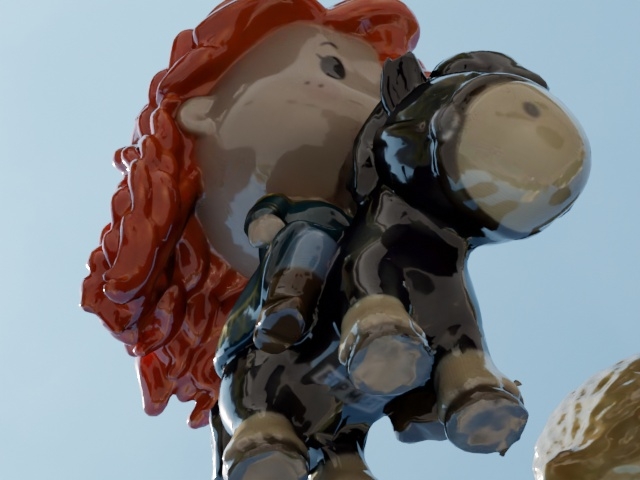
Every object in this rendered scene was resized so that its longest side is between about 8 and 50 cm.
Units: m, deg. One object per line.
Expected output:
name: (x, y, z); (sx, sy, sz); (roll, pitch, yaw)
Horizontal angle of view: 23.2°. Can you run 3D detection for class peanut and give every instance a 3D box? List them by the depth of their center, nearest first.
peanut: (0.256, 0.136, 1.175); (0.233, 0.197, 0.110); (-17, -95, -42)

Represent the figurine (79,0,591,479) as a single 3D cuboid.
figurine: (0.005, -0.003, 0.921); (0.241, 0.306, 0.412); (17, -176, -22)
